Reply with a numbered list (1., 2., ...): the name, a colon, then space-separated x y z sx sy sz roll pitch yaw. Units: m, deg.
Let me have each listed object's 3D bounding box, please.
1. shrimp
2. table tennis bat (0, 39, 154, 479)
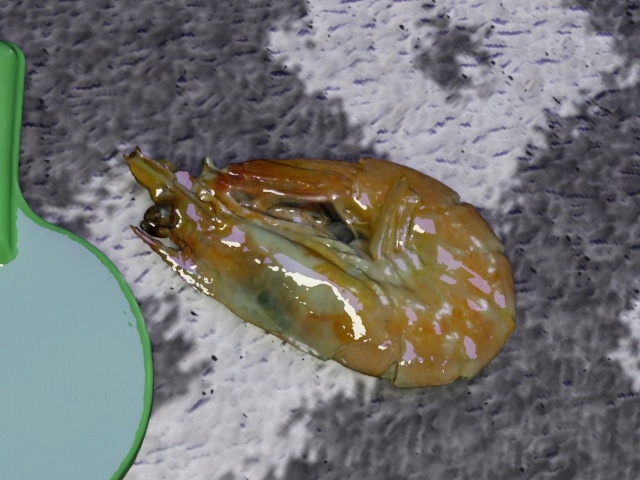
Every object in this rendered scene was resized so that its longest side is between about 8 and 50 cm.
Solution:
1. shrimp: 0.000 0.000 0.847 0.217 0.051 0.115 23 59 -2
2. table tennis bat: -0.163 0.022 0.811 0.160 0.039 0.257 -1 74 -12
